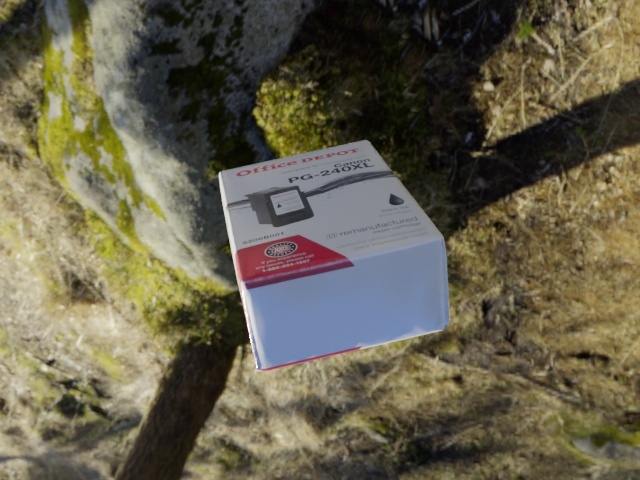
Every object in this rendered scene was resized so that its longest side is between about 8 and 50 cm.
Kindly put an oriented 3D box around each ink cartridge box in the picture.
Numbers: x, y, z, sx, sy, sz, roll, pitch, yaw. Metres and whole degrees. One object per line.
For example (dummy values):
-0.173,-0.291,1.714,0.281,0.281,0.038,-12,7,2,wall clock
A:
0.000,0.000,0.415,0.109,0.150,0.063,-13,120,-7,ink cartridge box
